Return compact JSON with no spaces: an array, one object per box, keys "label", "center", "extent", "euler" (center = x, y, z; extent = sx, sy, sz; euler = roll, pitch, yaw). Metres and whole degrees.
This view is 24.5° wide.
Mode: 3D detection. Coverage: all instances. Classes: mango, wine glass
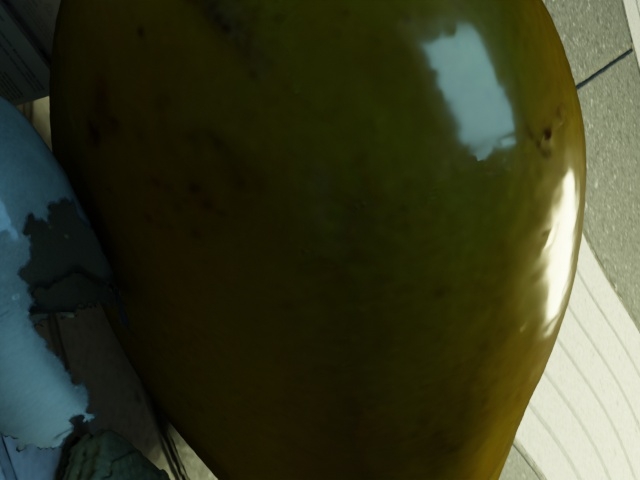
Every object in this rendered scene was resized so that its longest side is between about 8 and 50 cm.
[{"label":"mango","center":[0.000,0.000,0.782],"extent":[0.232,0.300,0.445],"euler":[-37,137,-29]},{"label":"wine glass","center":[-0.200,-0.047,0.627],"extent":[0.321,0.143,0.143],"euler":[60,34,-32]}]

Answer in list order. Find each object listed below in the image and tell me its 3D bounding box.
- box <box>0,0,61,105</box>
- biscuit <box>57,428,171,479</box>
[{"label":"box","center":[-0.169,-0.166,0.808],"extent":[0.130,0.051,0.129],"euler":[57,35,-36]},{"label":"biscuit","center":[-0.113,0.213,0.782],"extent":[0.121,0.041,0.199],"euler":[53,37,-41]}]
